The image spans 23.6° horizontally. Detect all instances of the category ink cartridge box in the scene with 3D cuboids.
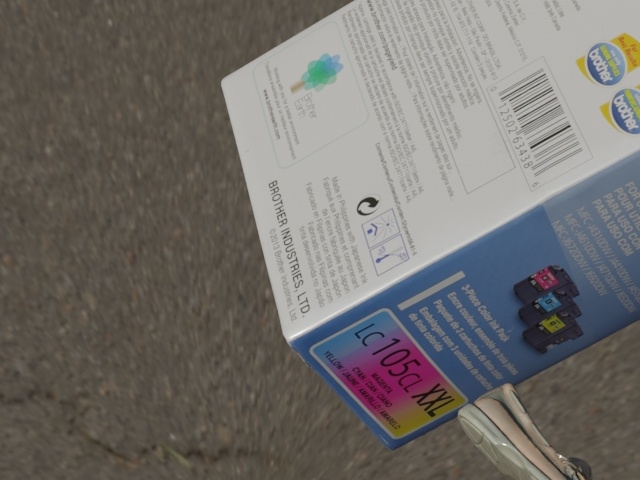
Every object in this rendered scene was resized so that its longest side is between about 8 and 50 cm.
[{"bbox_3d":[0.152,-0.080,1.005,0.395,0.151,0.270,-30,44,14],"label":"ink cartridge box"}]

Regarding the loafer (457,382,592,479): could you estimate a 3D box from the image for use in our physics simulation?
[{"bbox_3d":[0.128,0.124,0.836,0.039,0.045,0.125,-37,55,-13],"label":"loafer"}]
